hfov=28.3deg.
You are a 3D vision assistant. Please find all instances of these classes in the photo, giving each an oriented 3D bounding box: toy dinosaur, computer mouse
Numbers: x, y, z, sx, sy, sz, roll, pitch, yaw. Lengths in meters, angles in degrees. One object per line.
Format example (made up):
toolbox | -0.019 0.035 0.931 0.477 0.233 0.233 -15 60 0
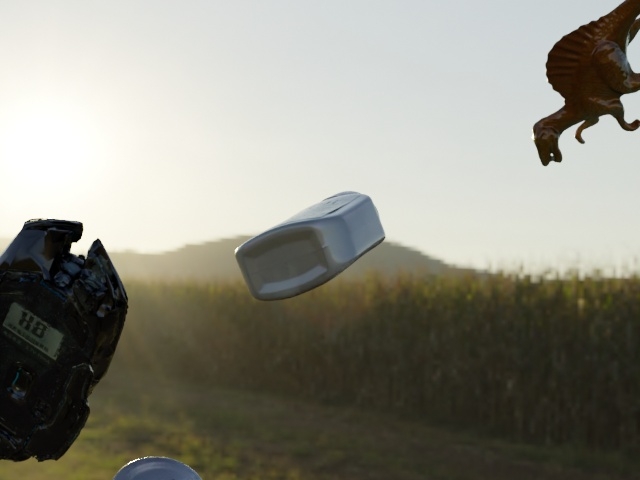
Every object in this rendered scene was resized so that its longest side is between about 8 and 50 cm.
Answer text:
toy dinosaur | 0.279 -0.185 1.275 0.142 0.212 0.057 -9 23 -1
computer mouse | -0.228 0.080 1.025 0.146 0.242 0.077 34 29 4

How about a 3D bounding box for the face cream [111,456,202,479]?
face cream | -0.138 0.229 0.849 0.084 0.198 0.057 -8 47 -40

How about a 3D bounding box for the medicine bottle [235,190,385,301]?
medicine bottle | 0.000 0.000 1.239 0.119 0.069 0.183 -21 4 25
